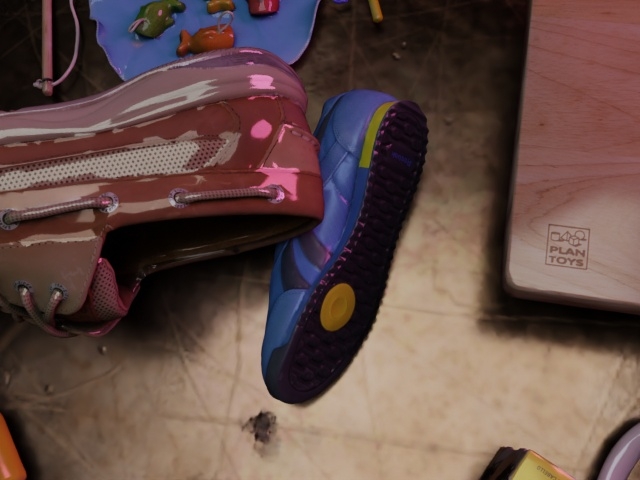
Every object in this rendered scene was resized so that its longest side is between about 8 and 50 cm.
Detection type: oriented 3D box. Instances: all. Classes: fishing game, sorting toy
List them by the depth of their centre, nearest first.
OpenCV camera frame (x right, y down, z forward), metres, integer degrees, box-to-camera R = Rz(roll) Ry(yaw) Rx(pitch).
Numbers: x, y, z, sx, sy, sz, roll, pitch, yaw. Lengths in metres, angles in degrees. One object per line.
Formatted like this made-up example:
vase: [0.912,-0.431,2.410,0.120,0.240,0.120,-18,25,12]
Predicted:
sorting toy: [0.250,-0.067,0.457,0.257,0.089,0.255,7,75,8]
fishing game: [-0.091,-0.190,0.554,0.264,0.041,0.189,-8,71,4]

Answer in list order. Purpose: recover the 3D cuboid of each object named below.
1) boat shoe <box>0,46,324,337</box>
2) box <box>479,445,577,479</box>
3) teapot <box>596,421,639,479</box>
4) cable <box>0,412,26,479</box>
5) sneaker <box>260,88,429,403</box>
boat shoe: [-0.149,-0.005,0.418,0.325,0.123,0.116,-21,74,-2]
box: [0.065,0.223,0.396,0.058,0.087,0.232,34,79,11]
teapot: [0.297,0.148,0.328,0.256,0.252,0.187,10,61,-4]
cable: [-0.274,0.066,0.483,0.140,0.072,0.287,-4,64,-21]
sneaker: [0.000,0.000,0.484,0.082,0.069,0.209,15,82,39]
